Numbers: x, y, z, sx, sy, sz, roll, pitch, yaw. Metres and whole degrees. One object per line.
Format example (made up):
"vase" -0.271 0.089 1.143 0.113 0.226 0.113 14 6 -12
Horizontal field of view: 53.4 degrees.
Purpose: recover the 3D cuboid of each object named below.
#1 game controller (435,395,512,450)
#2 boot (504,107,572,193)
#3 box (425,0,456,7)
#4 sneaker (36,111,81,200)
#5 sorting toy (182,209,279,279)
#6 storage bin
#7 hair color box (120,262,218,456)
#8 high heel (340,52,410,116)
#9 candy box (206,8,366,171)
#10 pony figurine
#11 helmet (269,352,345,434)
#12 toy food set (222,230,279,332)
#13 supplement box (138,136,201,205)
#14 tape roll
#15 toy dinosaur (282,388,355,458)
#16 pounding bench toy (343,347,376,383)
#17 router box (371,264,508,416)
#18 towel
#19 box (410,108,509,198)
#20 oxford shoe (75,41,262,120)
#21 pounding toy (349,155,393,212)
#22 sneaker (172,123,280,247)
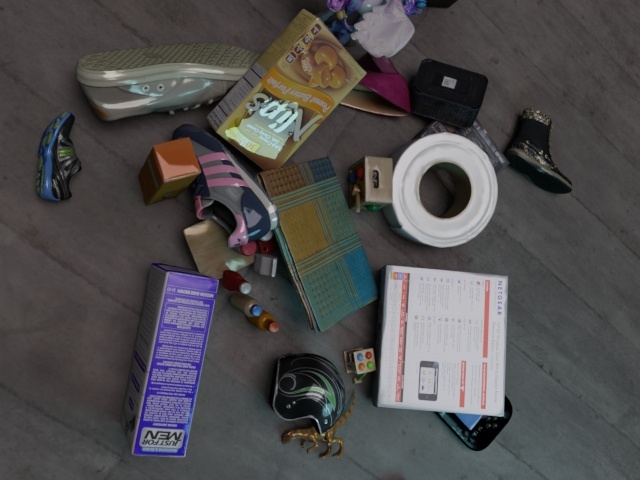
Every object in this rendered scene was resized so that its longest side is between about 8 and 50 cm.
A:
"game controller" 0.349 0.380 1.608 0.319 0.067 0.166 48 67 -11
"boot" 0.644 -0.255 1.820 0.236 0.085 0.178 29 70 -18
"box" 0.363 -0.760 1.598 0.143 0.381 0.191 -7 85 -23
"sneaker" -0.526 -0.170 1.295 0.078 0.067 0.188 14 75 -44
"sorting toy" -0.218 0.006 1.399 0.275 0.046 0.132 -26 109 -24
"storage bin" 0.328 -0.380 1.648 0.180 0.084 0.122 19 63 5
"hair color box" -0.298 0.224 1.242 0.110 0.185 0.338 13 88 -24
"high heel" 0.062 -0.343 1.543 0.377 0.127 0.181 -25 90 -26
"candy box" -0.073 -0.317 1.393 0.316 0.087 0.183 -47 130 7
"pony figurine" 0.113 -0.569 1.467 0.351 0.363 0.302 -37 99 -24
"helmet" -0.025 0.333 1.392 0.162 0.169 0.169 9 79 -7
"toy food set" -0.137 0.080 1.368 0.111 0.105 0.232 4 98 -33
"supplement box" -0.311 -0.134 1.286 0.078 0.233 0.080 -19 88 -25
"tape roll" 0.293 -0.123 1.597 0.286 0.100 0.286 -1 93 -13
"toy dinosaur" 0.020 0.433 1.453 0.212 0.064 0.112 -17 89 -26
"pounding bench toy" 0.096 0.299 1.504 0.052 0.065 0.083 -7 86 -25
"router box" 0.286 0.239 1.527 0.301 0.082 0.335 6 80 -3
"towel" 0.000 0.000 1.465 0.271 0.040 0.370 -21 91 -51
"box" 0.378 -0.237 1.712 0.183 0.056 0.231 -44 101 -22
"oxford shoe" -0.303 -0.345 1.387 0.450 0.169 0.130 -17 131 -33
"pounding toy" 0.110 -0.123 1.531 0.100 0.130 0.141 3 82 -17
"sneaker" -0.232 -0.118 1.334 0.131 0.112 0.319 -35 70 -31
